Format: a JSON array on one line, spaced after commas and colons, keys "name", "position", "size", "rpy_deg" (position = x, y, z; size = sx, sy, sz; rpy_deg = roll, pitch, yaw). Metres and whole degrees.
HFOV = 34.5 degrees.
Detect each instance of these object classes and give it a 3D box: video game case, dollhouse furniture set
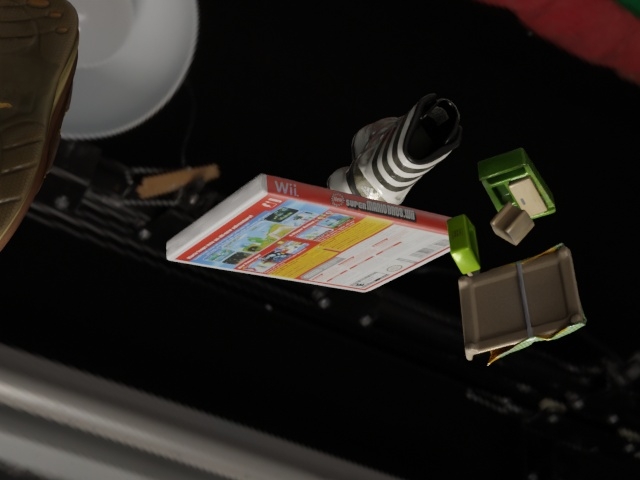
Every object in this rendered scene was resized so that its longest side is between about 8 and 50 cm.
[{"name": "video game case", "position": [0.000, 0.000, 1.156], "size": [0.285, 0.204, 0.025], "rpy_deg": [11, -116, -35]}, {"name": "dollhouse furniture set", "position": [0.128, 0.018, 0.657], "size": [0.058, 0.076, 0.152], "rpy_deg": [49, -150, -43]}]

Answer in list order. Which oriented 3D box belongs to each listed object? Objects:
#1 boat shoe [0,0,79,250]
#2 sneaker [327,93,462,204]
[{"name": "boat shoe", "position": [-0.162, -0.042, 0.519], "size": [0.064, 0.060, 0.178], "rpy_deg": [13, -119, 3]}, {"name": "sneaker", "position": [0.189, -0.186, 2.041], "size": [0.169, 0.257, 0.447], "rpy_deg": [50, -154, -9]}]
